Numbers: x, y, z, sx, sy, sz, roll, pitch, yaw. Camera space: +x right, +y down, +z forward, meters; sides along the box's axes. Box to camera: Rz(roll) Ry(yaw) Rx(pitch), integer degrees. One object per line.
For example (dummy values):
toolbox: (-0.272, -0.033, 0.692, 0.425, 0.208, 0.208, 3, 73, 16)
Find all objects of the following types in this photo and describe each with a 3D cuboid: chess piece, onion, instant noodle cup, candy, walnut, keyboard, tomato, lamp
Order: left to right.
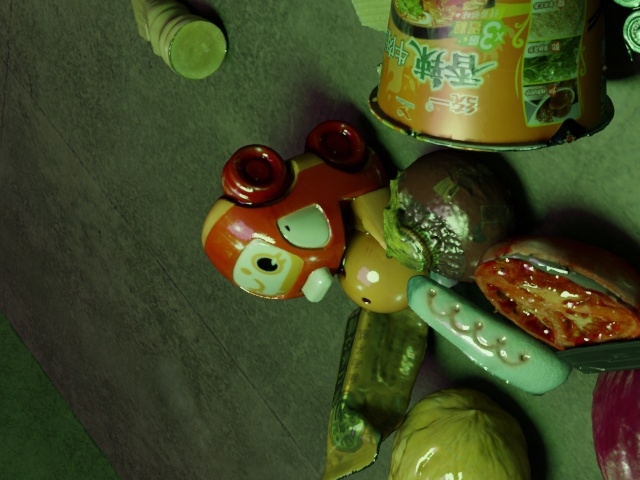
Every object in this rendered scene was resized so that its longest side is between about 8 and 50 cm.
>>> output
chess piece: (-0.217, -0.303, 1.666, 0.200, 0.090, 0.090, 42, 148, 46)
candy: (0.067, 0.186, 1.515, 0.101, 0.271, 0.143, 27, 149, -13)
lamp: (0.142, -0.020, 1.316, 0.156, 0.135, 0.157, 58, 150, -2)
walnut: (0.180, 0.296, 1.500, 0.195, 0.195, 0.222, 34, 135, 36)
instant noodle cup: (0.159, -0.206, 1.063, 0.230, 0.230, 0.182, 27, 127, 42)
tomato: (0.259, 0.040, 1.228, 0.174, 0.082, 0.166, 34, 154, -7)
keyboard: (0.316, 0.120, 1.218, 0.053, 0.010, 0.155, 32, 154, -27)
onion: (0.380, 0.244, 1.231, 0.247, 0.111, 0.250, -10, 107, 60)

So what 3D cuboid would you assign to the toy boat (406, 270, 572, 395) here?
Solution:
toy boat: (0.201, 0.091, 1.346, 0.207, 0.134, 0.079, 37, 108, 19)

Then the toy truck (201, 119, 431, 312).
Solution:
toy truck: (0.000, 0.000, 1.437, 0.239, 0.264, 0.189, 60, 153, 19)

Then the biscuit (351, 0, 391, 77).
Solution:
biscuit: (0.088, -0.232, 1.274, 0.250, 0.046, 0.147, 67, 163, -14)

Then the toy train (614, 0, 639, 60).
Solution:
toy train: (0.310, -0.191, 0.984, 0.111, 0.071, 0.171, -11, 108, 51)
